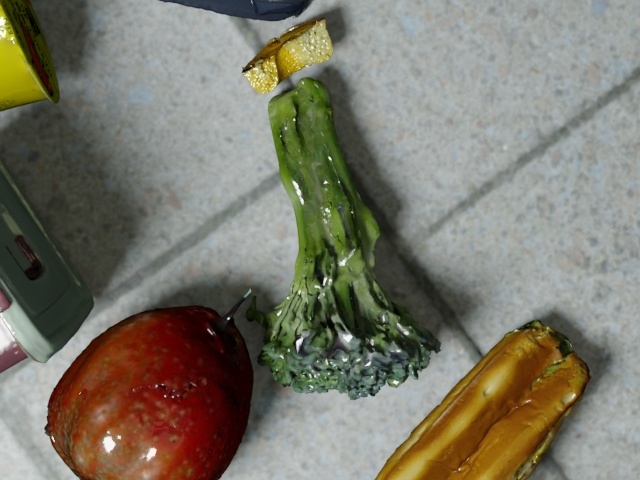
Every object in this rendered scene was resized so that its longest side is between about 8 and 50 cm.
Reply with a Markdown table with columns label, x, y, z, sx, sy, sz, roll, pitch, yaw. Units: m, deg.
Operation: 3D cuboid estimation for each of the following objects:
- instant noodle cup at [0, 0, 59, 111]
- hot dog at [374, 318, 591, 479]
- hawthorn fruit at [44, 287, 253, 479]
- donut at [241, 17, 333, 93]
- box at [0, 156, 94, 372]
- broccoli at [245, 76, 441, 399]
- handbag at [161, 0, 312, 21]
| label | x | y | z | sx | sy | sz | roll | pitch | yaw |
| --- | --- | --- | --- | --- | --- | --- | --- | --- | --- |
| instant noodle cup | -0.332 | -0.180 | 1.490 | 0.144 | 0.182 | 0.182 | -22 | 94 | 1 |
| hot dog | 0.155 | 0.192 | 1.607 | 0.269 | 0.072 | 0.115 | -43 | 80 | -14 |
| hawthorn fruit | -0.131 | 0.139 | 1.520 | 0.181 | 0.181 | 0.235 | 44 | 89 | -7 |
| donut | -0.031 | -0.170 | 1.588 | 0.083 | 0.067 | 0.038 | -49 | 119 | -38 |
| box | -0.322 | 0.043 | 1.441 | 0.167 | 0.294 | 0.193 | -34 | 95 | 4 |
| broccoli | 0.006 | -0.002 | 1.572 | 0.165 | 0.145 | 0.304 | -9 | 80 | -13 |
| handbag | -0.106 | -0.382 | 1.548 | 0.269 | 0.118 | 0.325 | 9 | 88 | -8 |
